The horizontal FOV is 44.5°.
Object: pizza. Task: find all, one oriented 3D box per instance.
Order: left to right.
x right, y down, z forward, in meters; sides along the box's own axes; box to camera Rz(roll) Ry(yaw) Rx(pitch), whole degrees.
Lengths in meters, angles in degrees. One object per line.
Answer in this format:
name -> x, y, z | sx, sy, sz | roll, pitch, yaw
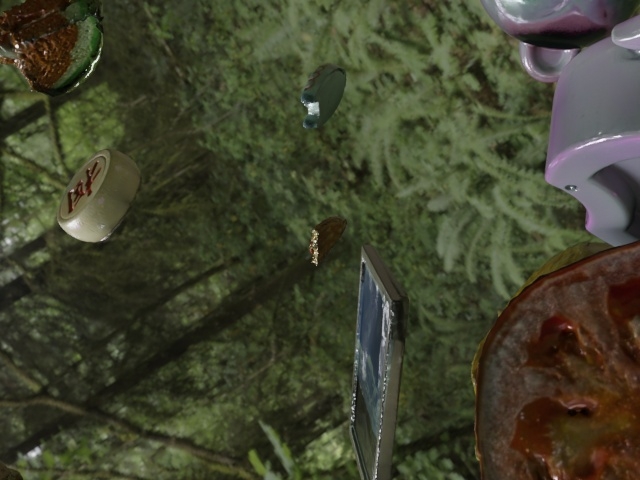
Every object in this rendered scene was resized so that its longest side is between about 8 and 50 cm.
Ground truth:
pizza -> 0.003, -0.012, 1.376 | 0.029, 0.100, 0.099 | 31, 173, 23

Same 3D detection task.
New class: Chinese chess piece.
Chinese chess piece -> -0.278, -0.057, 0.980 | 0.051, 0.122, 0.122 | 35, -175, -32

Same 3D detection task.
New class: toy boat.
toy boat -> -0.004, -0.381, 2.019 | 0.078, 0.208, 0.134 | 14, 138, 22

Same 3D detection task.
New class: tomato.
tomato -> 0.299, 0.158, 0.651 | 0.338, 0.338, 0.144 | 50, -179, 38

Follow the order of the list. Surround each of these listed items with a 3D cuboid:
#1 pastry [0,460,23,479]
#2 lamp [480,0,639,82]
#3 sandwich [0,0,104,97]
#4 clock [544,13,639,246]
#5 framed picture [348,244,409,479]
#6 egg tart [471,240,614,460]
pastry -> -0.391, 0.261, 0.719 | 0.229, 0.218, 0.100 | 53, -164, -49
lamp -> 0.306, -0.342, 0.838 | 0.247, 0.301, 0.247 | 56, -158, -17
sandwich -> -0.531, -0.391, 1.530 | 0.292, 0.212, 0.109 | 124, 128, -68
clock -> 0.361, -0.068, 0.627 | 0.338, 0.102, 0.338 | 13, 161, 5
framed picture -> 0.063, 0.153, 0.886 | 0.189, 0.023, 0.260 | -110, 22, -72
egg tart -> 0.306, 0.134, 0.945 | 0.169, 0.388, 0.388 | 34, 171, 1
